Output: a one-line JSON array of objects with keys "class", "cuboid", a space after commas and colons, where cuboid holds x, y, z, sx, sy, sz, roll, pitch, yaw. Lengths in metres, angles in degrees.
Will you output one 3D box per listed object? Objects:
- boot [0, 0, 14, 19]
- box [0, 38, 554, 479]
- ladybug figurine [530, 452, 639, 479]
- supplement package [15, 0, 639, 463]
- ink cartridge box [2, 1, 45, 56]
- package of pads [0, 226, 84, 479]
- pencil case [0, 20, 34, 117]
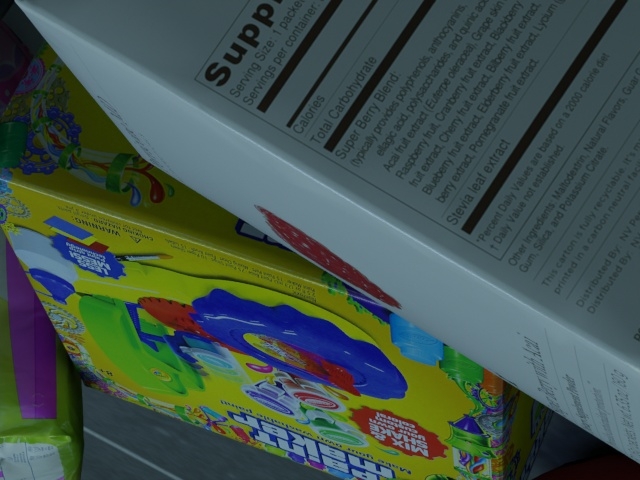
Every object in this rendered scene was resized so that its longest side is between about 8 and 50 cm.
[{"class": "boot", "cuboid": [-0.285, -0.237, 0.758, 0.367, 0.146, 0.445, 29, 167, -7]}, {"class": "box", "cuboid": [0.000, 0.000, 1.036, 0.290, 0.177, 0.279, 18, 155, 16]}, {"class": "ladybug figurine", "cuboid": [0.302, 0.265, 1.296, 0.449, 0.162, 0.305, 14, 154, 22]}, {"class": "supplement package", "cuboid": [0.058, -0.065, 0.748, 0.293, 0.175, 0.177, 31, 171, 21]}, {"class": "ink cartridge box", "cuboid": [-0.284, -0.175, 1.109, 0.232, 0.066, 0.189, 43, 151, -17]}, {"class": "package of pads", "cuboid": [-0.217, 0.068, 1.264, 0.101, 0.229, 0.296, -1, 163, -7]}, {"class": "pencil case", "cuboid": [-0.281, -0.068, 1.101, 0.284, 0.124, 0.124, -3, 143, 44]}]
